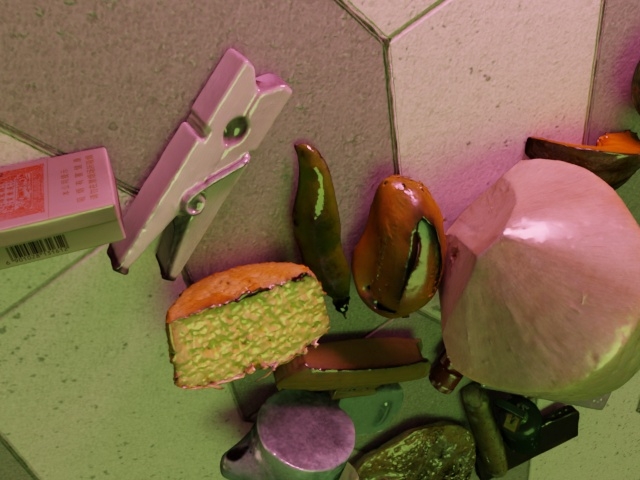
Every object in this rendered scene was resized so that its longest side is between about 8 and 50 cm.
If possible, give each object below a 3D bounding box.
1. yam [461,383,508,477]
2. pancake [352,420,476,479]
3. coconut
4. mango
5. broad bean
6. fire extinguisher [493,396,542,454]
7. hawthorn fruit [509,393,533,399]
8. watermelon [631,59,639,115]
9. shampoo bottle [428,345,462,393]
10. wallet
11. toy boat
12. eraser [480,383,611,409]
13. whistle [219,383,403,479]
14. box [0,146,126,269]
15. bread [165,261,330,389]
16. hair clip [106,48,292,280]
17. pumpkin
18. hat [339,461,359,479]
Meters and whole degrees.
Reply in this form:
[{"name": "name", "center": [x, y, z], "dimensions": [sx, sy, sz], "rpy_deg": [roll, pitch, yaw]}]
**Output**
[{"name": "yam", "center": [0.407, 0.471, 1.448], "dimensions": [0.071, 0.067, 0.317], "rpy_deg": [-1, 129, 30]}, {"name": "pancake", "center": [0.219, 0.593, 1.454], "dimensions": [0.387, 0.082, 0.387], "rpy_deg": [-12, 121, -21]}, {"name": "coconut", "center": [0.359, 0.065, 0.972], "dimensions": [0.344, 0.415, 0.415], "rpy_deg": [-31, 134, 28]}, {"name": "mango", "center": [0.127, 0.011, 0.968], "dimensions": [0.156, 0.151, 0.249], "rpy_deg": [6, 122, 14]}, {"name": "broad bean", "center": [0.000, 0.000, 0.952], "dimensions": [0.077, 0.061, 0.339], "rpy_deg": [-12, 128, 3]}, {"name": "fire extinguisher", "center": [0.470, 0.435, 1.404], "dimensions": [0.095, 0.114, 0.311], "rpy_deg": [-58, 152, -15]}, {"name": "hawthorn fruit", "center": [0.493, 0.366, 1.438], "dimensions": [0.066, 0.067, 0.103], "rpy_deg": [-34, 143, 1]}, {"name": "watermelon", "center": [0.629, -0.264, 0.967], "dimensions": [0.214, 0.188, 0.188], "rpy_deg": [-9, 129, 6]}, {"name": "shampoo bottle", "center": [0.321, 0.211, 1.245], "dimensions": [0.102, 0.064, 0.260], "rpy_deg": [13, 117, -38]}, {"name": "wallet", "center": [0.559, 0.549, 1.603], "dimensions": [0.309, 0.042, 0.165], "rpy_deg": [-24, 128, -3]}, {"name": "toy boat", "center": [0.063, 0.249, 1.142], "dimensions": [0.321, 0.089, 0.121], "rpy_deg": [-1, 139, -23]}, {"name": "eraser", "center": [0.505, 0.284, 1.276], "dimensions": [0.352, 0.077, 0.111], "rpy_deg": [13, 104, -13]}, {"name": "whistle", "center": [-0.006, 0.381, 1.173], "dimensions": [0.404, 0.188, 0.168], "rpy_deg": [-28, 144, -50]}, {"name": "box", "center": [-0.349, -0.038, 0.717], "dimensions": [0.201, 0.141, 0.058], "rpy_deg": [-14, 133, -13]}, {"name": "bread", "center": [-0.126, 0.121, 0.933], "dimensions": [0.260, 0.147, 0.160], "rpy_deg": [-21, 120, -18]}, {"name": "hair clip", "center": [-0.164, -0.091, 0.798], "dimensions": [0.101, 0.085, 0.331], "rpy_deg": [25, 108, -37]}, {"name": "pumpkin", "center": [0.495, -0.116, 1.045], "dimensions": [0.254, 0.149, 0.130], "rpy_deg": [-5, 117, -22]}, {"name": "hat", "center": [-0.021, 0.612, 1.327], "dimensions": [0.232, 0.161, 0.275], "rpy_deg": [16, 91, -18]}]
